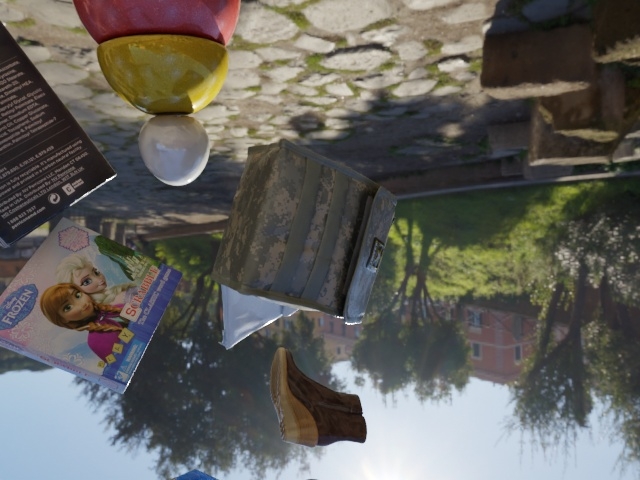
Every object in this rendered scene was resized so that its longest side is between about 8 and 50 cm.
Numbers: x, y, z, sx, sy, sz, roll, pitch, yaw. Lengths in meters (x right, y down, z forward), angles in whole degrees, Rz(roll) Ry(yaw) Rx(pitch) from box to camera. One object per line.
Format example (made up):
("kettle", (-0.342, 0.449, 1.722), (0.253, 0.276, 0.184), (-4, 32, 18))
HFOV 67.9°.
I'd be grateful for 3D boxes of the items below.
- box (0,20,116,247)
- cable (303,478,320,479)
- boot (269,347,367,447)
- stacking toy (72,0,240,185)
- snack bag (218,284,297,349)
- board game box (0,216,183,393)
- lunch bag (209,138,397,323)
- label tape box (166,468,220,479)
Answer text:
("box", (-0.797, -0.271, 1.148), (0.297, 0.471, 0.480), (-42, -154, -22))
("cable", (-0.015, 0.566, 0.849), (0.089, 0.257, 0.257), (-32, 167, 21))
("boot", (-0.008, 0.374, 1.143), (0.207, 0.248, 0.090), (9, 131, -24))
("stacking toy", (-0.265, -0.331, 0.782), (0.351, 0.479, 0.350), (-2, -173, 0))
("snack bag", (-0.072, 0.085, 1.052), (0.343, 0.037, 0.323), (-27, 149, -28))
("board game box", (-0.531, 0.142, 1.102), (0.318, 0.318, 0.066), (27, 138, -15))
("lunch bag", (0.000, 0.000, 0.783), (0.287, 0.235, 0.169), (19, 175, -32))
("label tape box", (-0.471, 0.862, 1.520), (0.334, 0.105, 0.240), (-24, 134, 13))
